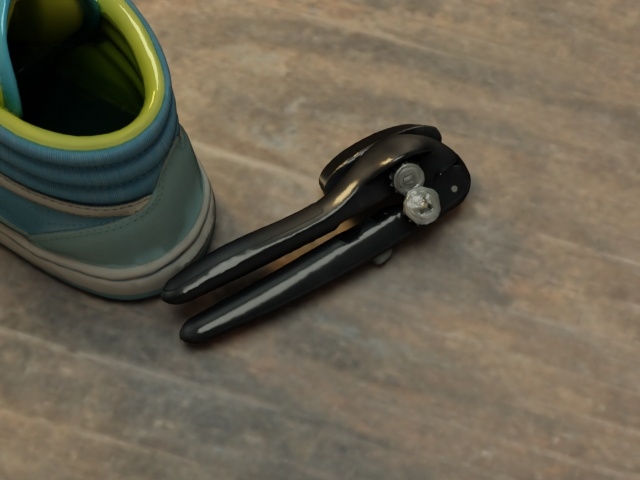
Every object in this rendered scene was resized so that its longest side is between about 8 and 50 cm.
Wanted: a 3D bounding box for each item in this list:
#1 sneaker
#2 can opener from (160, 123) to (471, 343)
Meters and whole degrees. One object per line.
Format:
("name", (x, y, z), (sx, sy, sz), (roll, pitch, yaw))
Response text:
("sneaker", (-0.203, -0.100, 1.023), (0.319, 0.208, 0.127), (21, 65, 10))
("can opener", (0.000, 0.000, 1.058), (0.186, 0.073, 0.059), (-35, 103, -13))
